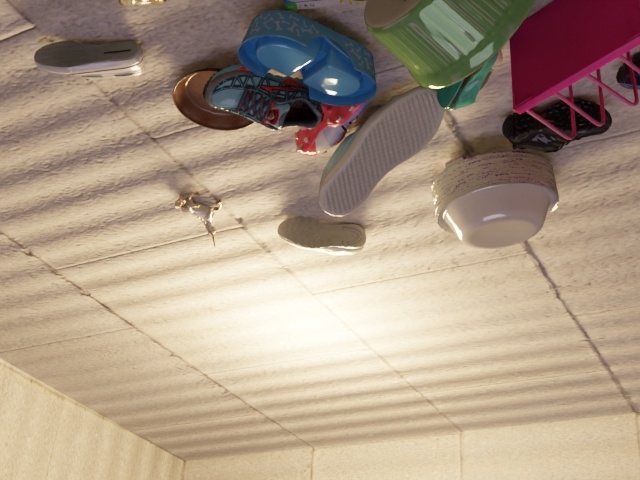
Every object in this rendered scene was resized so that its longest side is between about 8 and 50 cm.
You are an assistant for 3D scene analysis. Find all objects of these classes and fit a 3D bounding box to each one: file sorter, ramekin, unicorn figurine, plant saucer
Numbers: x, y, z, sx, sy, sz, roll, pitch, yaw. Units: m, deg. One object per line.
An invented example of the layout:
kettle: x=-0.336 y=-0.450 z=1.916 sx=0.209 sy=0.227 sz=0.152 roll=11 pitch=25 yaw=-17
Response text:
file sorter: x=0.520 y=-0.344 z=1.715 sx=0.182 sy=0.202 sz=0.291 roll=26 pitch=143 yaw=-31
ramekin: x=0.212 y=-0.420 z=1.559 sx=0.148 sy=0.303 sz=0.303 roll=33 pitch=140 yaw=-26
unicorn figurine: x=-0.305 y=-0.071 z=2.425 sx=0.162 sy=0.060 sz=0.111 roll=35 pitch=141 yaw=-14
plant saucer: x=-0.220 y=-0.313 z=2.032 sx=0.199 sy=0.036 sz=0.198 roll=3 pitch=148 yaw=2

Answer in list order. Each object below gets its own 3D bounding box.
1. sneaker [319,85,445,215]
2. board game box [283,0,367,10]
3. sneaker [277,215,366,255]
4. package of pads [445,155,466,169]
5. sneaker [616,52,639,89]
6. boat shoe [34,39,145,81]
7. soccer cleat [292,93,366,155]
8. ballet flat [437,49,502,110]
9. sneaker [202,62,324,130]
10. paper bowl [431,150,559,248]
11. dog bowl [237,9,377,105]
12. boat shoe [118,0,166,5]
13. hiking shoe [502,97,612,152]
sneaker: x=0.119 y=-0.223 z=2.061 sx=0.135 sy=0.150 sz=0.366 roll=36 pitch=115 yaw=-26
board game box: x=0.021 y=-0.490 z=1.710 sx=0.201 sy=0.035 sz=0.136 roll=-2 pitch=147 yaw=13
sneaker: x=0.000 y=0.000 z=2.463 sx=0.235 sy=0.090 sz=0.095 roll=10 pitch=157 yaw=-5
package of pads: x=0.336 y=-0.162 z=2.193 sx=0.050 sy=0.032 sz=0.083 roll=-20 pitch=141 yaw=34
sneaker: x=0.698 y=-0.323 z=1.840 sx=0.221 sy=0.083 sz=0.087 roll=-1 pitch=156 yaw=16
boat shoe: x=-0.478 y=-0.363 z=1.945 sx=0.226 sy=0.083 sz=0.076 roll=1 pitch=147 yaw=5
soccer cleat: x=0.035 y=-0.262 z=2.050 sx=0.095 sy=0.083 sz=0.248 roll=1 pitch=154 yaw=-38
ballet flat: x=0.312 y=-0.354 z=1.862 sx=0.087 sy=0.083 sz=0.247 roll=-15 pitch=155 yaw=-24
sneaker: x=-0.109 y=-0.289 z=1.926 sx=0.262 sy=0.125 sz=0.104 roll=2 pitch=128 yaw=-23
paper bowl: x=0.407 y=-0.080 z=2.157 sx=0.284 sy=0.148 sz=0.284 roll=-5 pitch=155 yaw=-2
dog bowl: x=-0.019 y=-0.363 z=1.855 sx=0.297 sy=0.074 sz=0.166 roll=20 pitch=157 yaw=-28
boat shoe: x=-0.312 y=-0.524 z=1.648 sx=0.098 sy=0.109 sz=0.302 roll=4 pitch=154 yaw=-7
hiking shoe: x=0.513 y=-0.242 z=2.011 sx=0.227 sy=0.086 sz=0.114 roll=-2 pitch=160 yaw=24
